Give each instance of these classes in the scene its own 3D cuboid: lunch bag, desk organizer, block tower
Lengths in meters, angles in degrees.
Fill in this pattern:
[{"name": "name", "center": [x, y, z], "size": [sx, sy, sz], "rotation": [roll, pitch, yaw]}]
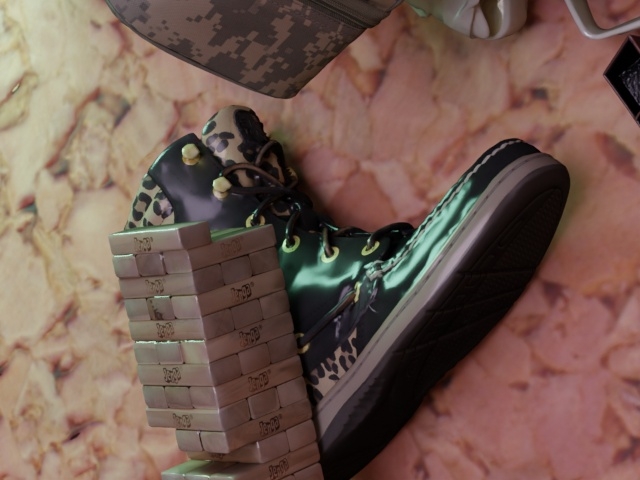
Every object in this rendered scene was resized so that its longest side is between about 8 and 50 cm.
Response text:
[{"name": "lunch bag", "center": [-0.031, -0.284, 1.028], "size": [0.256, 0.212, 0.305], "rotation": [-42, 51, 28]}, {"name": "desk organizer", "center": [0.246, -0.081, 1.072], "size": [0.047, 0.050, 0.130], "rotation": [-42, 67, 30]}, {"name": "block tower", "center": [-0.066, 0.147, 1.151], "size": [0.091, 0.097, 0.335], "rotation": [-6, 99, 45]}]

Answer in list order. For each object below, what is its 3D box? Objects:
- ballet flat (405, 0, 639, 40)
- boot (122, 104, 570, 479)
[{"name": "ballet flat", "center": [0.159, -0.206, 1.098], "size": [0.400, 0.139, 0.139], "rotation": [1, 92, 36]}, {"name": "boot", "center": [0.000, 0.000, 1.210], "size": [0.284, 0.138, 0.377], "rotation": [51, 127, 24]}]
